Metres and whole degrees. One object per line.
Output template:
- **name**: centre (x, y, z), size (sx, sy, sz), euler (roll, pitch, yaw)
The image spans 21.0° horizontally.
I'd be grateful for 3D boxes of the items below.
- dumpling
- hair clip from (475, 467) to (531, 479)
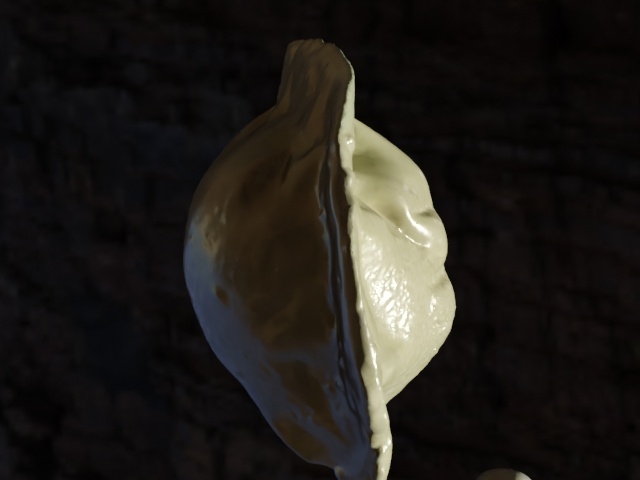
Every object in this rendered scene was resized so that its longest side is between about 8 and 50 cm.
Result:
- **dumpling**: centre (0.004, 0.001, 0.739), size (0.111, 0.155, 0.181), euler (-29, -121, -23)
- **hair clip**: centre (0.068, 0.065, 0.296), size (0.049, 0.049, 0.173), euler (-17, -162, -42)
